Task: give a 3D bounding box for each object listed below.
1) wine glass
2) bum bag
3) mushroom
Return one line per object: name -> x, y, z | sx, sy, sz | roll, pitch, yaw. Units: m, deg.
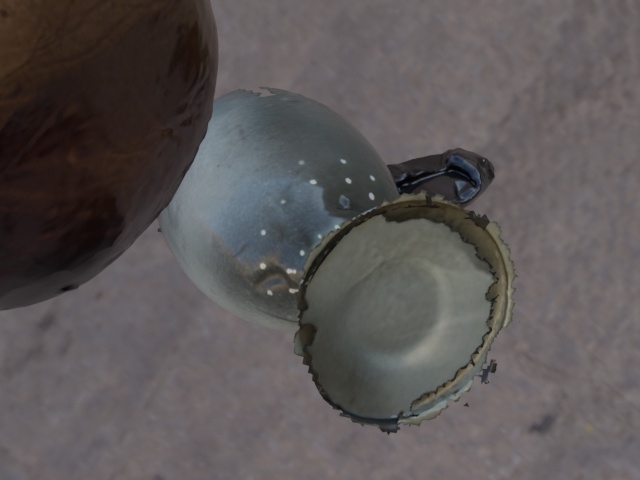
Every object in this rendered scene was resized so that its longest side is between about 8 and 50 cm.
wine glass -> -0.003, -0.001, 1.369 | 0.190, 0.190, 0.357 | -52, 27, 1
bum bag -> 0.011, -0.017, 1.722 | 0.340, 0.095, 0.144 | -10, 22, 36
mushroom -> -0.069, -0.028, 0.423 | 0.052, 0.123, 0.123 | 35, 88, 22
